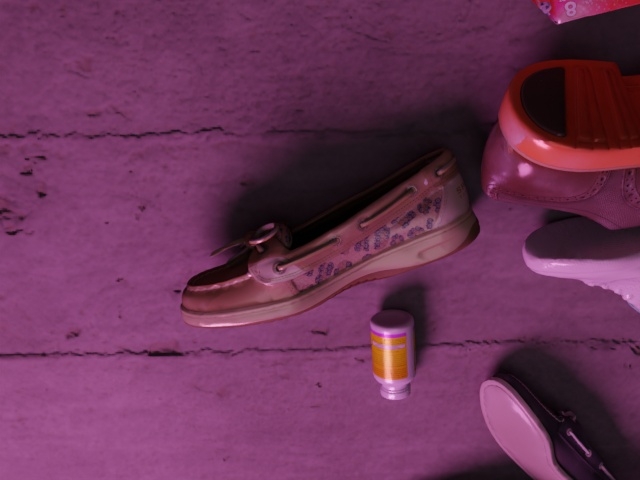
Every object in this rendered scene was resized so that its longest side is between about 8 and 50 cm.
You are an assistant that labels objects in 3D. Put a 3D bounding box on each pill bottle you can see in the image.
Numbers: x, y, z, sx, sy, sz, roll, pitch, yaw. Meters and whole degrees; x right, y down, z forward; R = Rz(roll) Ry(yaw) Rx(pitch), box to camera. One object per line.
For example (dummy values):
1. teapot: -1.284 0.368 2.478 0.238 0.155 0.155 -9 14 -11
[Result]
1. pill bottle: 0.072 0.113 1.082 0.043 0.043 0.083 -4 112 0

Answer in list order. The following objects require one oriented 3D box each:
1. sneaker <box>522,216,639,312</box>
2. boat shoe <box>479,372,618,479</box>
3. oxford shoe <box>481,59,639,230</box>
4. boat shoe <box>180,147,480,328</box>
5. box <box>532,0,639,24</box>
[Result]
1. sneaker: 0.295 0.031 1.042 0.212 0.080 0.094 -2 124 -2
2. boat shoe: 0.237 0.206 1.129 0.065 0.075 0.206 -45 106 -30
3. oxford shoe: 0.318 -0.078 0.991 0.363 0.130 0.133 5 145 -11
4. boat shoe: 0.000 0.000 1.010 0.285 0.104 0.089 -20 107 -4
5. box: 0.289 -0.274 0.885 0.256 0.123 0.128 -14 112 4
